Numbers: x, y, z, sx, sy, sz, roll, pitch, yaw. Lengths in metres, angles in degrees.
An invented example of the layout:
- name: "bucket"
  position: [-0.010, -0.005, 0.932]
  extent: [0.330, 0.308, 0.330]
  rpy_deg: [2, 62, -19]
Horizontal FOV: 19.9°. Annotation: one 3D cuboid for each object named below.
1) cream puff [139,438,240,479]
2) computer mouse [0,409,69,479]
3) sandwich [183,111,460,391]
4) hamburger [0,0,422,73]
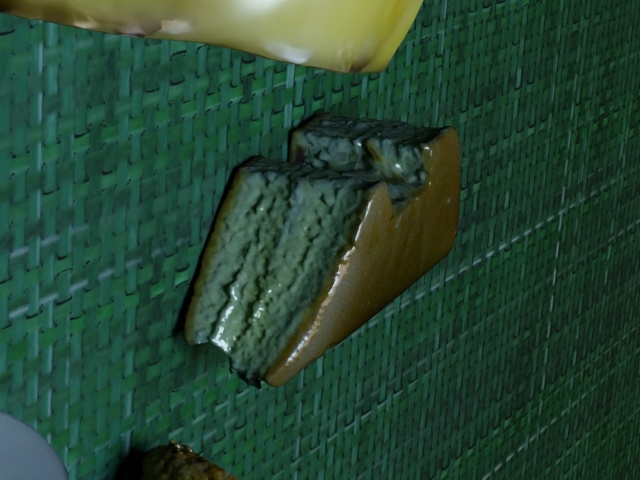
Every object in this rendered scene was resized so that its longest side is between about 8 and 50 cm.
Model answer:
- name: "cream puff"
  position: [-0.081, 0.253, 1.287]
  extent: [0.169, 0.183, 0.183]
  rpy_deg: [-58, 149, -10]
- name: "computer mouse"
  position: [-0.231, 0.252, 1.013]
  extent: [0.197, 0.095, 0.331]
  rpy_deg: [21, 79, -45]
- name: "sandwich"
  position: [0.000, 0.000, 1.359]
  extent: [0.235, 0.122, 0.128]
  rpy_deg: [-41, 138, -48]
- name: "hamburger"
  position: [-0.109, -0.233, 0.759]
  extent: [0.396, 0.395, 0.277]
  rpy_deg: [-3, 105, -62]
